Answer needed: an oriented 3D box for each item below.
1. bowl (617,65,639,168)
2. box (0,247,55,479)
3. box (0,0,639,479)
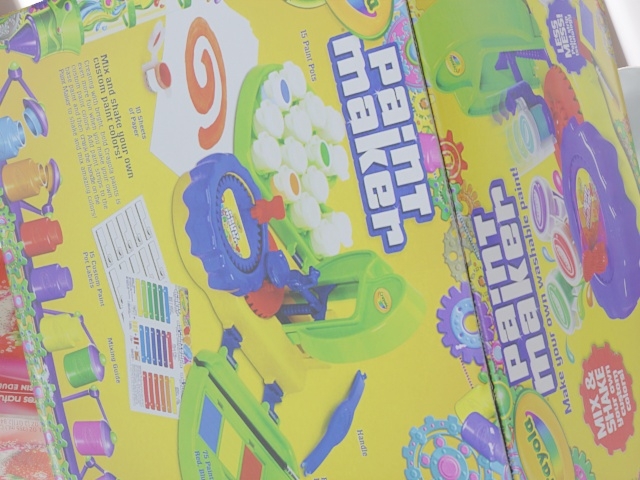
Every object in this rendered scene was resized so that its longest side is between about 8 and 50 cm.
[{"bbox_3d":[0.284,0.014,1.287,0.134,0.298,0.298,11,180,-19],"label":"bowl"},{"bbox_3d":[-0.296,0.098,1.101,0.299,0.154,0.142,5,-128,-4],"label":"box"},{"bbox_3d":[0.000,0.000,0.771,0.279,0.290,0.177,-11,-178,38],"label":"box"}]
